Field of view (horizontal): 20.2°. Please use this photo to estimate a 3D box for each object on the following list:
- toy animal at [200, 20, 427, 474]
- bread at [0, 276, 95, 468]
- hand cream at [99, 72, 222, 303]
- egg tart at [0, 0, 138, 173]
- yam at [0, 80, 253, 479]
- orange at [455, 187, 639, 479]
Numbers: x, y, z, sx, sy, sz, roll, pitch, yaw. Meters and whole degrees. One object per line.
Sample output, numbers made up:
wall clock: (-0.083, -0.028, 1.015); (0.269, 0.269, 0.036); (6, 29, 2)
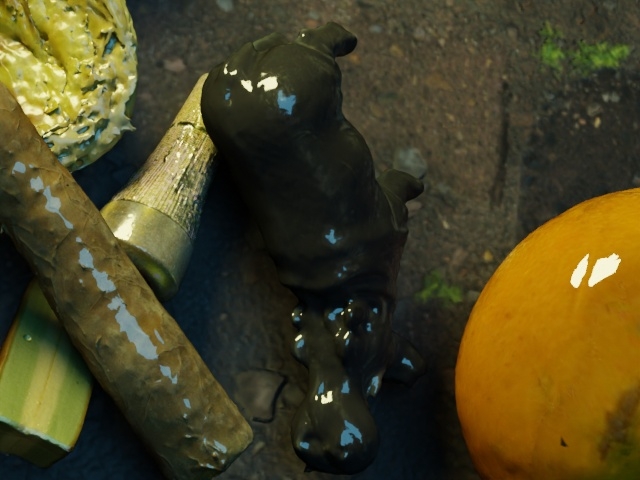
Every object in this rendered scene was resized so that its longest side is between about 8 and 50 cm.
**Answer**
toy animal: (0.011, 0.001, 1.399); (0.168, 0.106, 0.343); (-20, 96, -51)
bread: (-0.197, 0.088, 1.316); (0.074, 0.084, 0.139); (27, 66, -13)
hand cream: (-0.114, -0.050, 1.402); (0.084, 0.084, 0.203); (31, 58, -12)
egg tart: (-0.249, -0.150, 1.358); (0.252, 0.098, 0.232); (42, 78, -4)
yam: (-0.170, 0.026, 1.293); (0.081, 0.081, 0.357); (-41, 104, -27)
orange: (0.259, 0.105, 1.387); (0.312, 0.312, 0.312); (6, 73, -21)
